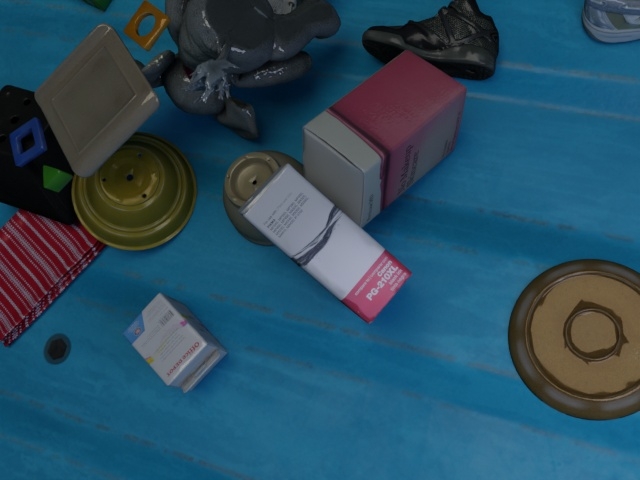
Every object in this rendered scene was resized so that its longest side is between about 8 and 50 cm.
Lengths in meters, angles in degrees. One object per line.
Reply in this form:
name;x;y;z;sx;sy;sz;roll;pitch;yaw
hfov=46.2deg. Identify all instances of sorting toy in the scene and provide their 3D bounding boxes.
sorting toy;-0.348;-0.221;1.190;0.347;0.047;0.196;-42;64;12

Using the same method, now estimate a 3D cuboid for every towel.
towel;-0.537;0.033;1.385;0.275;0.031;0.199;-47;66;-1

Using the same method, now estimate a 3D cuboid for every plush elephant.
plush elephant;-0.170;-0.315;1.263;0.272;0.255;0.330;35;62;-18

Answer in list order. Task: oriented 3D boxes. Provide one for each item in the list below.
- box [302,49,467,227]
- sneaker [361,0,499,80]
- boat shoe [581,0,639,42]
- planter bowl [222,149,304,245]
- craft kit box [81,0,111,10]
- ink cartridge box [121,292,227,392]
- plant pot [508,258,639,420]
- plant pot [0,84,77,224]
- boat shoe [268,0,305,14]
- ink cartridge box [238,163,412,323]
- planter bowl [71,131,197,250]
box;0.097;-0.155;1.150;0.127;0.149;0.232;39;65;23
sneaker;0.189;-0.350;1.260;0.227;0.087;0.130;10;75;16
boat shoe;0.568;-0.389;1.147;0.320;0.103;0.118;-7;72;15
planter bowl;-0.095;-0.083;1.247;0.162;0.109;0.162;-5;72;14
craft kit box;-0.483;-0.629;1.563;0.246;0.061;0.250;28;83;25
ink cartridge box;-0.229;0.172;1.217;0.092;0.090;0.143;-46;68;-1
plant pot;0.390;0.136;1.076;0.236;0.032;0.236;-5;72;14
plant pot;-0.505;-0.167;1.339;0.187;0.167;0.188;18;66;16
boat shoe;-0.030;-0.472;1.303;0.096;0.277;0.098;27;39;9
ink cartridge box;0.000;0.000;1.107;0.237;0.172;0.100;41;87;-8
planter bowl;-0.322;-0.097;1.286;0.217;0.090;0.217;2;78;-8
